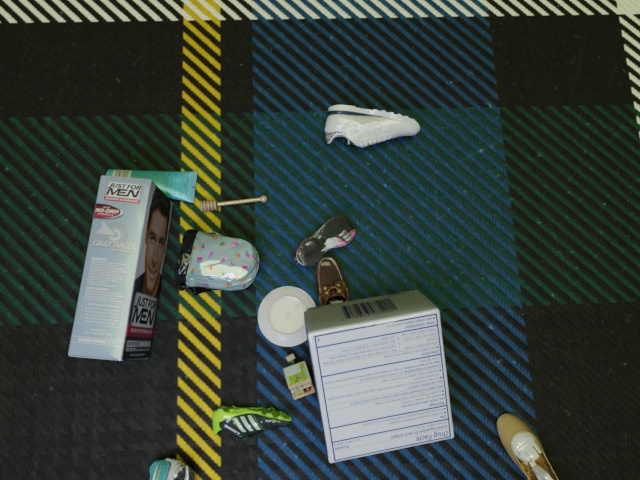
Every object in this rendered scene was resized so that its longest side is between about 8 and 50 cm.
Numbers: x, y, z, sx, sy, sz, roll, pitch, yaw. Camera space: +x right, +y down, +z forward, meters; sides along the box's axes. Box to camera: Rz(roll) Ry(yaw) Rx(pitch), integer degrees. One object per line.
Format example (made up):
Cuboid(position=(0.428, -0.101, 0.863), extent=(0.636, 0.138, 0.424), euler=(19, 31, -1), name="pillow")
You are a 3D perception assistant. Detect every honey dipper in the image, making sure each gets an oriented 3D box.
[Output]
Cuboid(position=(-0.209, -0.094, 1.250), extent=(0.160, 0.030, 0.031), euler=(-9, 79, -6), name="honey dipper")

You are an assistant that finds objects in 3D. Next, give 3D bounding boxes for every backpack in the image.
Cuboid(position=(-0.231, 0.053, 1.175), extent=(0.181, 0.115, 0.152), euler=(9, 76, -3), name="backpack")

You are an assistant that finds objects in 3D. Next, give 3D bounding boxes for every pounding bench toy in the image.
Cuboid(position=(-0.051, 0.304, 1.160), extent=(0.052, 0.065, 0.083), euler=(-19, 49, -5), name="pounding bench toy")

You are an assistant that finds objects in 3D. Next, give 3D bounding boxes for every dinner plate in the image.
Cuboid(position=(-0.077, 0.177, 1.205), extent=(0.141, 0.017, 0.141), euler=(1, 78, -3), name="dinner plate")

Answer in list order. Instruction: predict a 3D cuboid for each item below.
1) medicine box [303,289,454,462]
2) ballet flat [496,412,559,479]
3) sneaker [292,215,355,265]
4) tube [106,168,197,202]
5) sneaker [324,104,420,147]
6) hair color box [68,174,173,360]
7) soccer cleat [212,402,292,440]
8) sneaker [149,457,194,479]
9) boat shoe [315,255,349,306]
Cuboid(position=(0.117, 0.278, 1.080), extent=(0.263, 0.149, 0.290), euler=(-10, 101, -4), name="medicine box")
Cuboid(position=(0.475, 0.489, 1.131), extent=(0.080, 0.073, 0.232), euler=(-30, 81, -8), name="ballet flat")
Cuboid(position=(0.000, 0.000, 1.218), extent=(0.178, 0.077, 0.072), euler=(-30, 97, -29), name="sneaker")
Cuboid(position=(-0.406, -0.138, 1.244), extent=(0.206, 0.052, 0.080), euler=(4, 83, -6), name="tube")
Cuboid(position=(0.128, -0.274, 1.278), extent=(0.234, 0.090, 0.095), euler=(7, 91, 3), name="sneaker")
Cuboid(position=(-0.425, 0.066, 1.128), extent=(0.113, 0.185, 0.375), euler=(5, 78, -1), name="hair color box")
Cuboid(position=(-0.152, 0.405, 1.139), extent=(0.178, 0.060, 0.073), euler=(3, 88, 5), name="soccer cleat")
Cuboid(position=(-0.345, 0.601, 1.076), extent=(0.109, 0.107, 0.276), euler=(3, 69, 32), name="sneaker")
Cuboid(position=(0.034, 0.133, 1.190), extent=(0.073, 0.073, 0.207), euler=(-14, 78, -3), name="boat shoe")
